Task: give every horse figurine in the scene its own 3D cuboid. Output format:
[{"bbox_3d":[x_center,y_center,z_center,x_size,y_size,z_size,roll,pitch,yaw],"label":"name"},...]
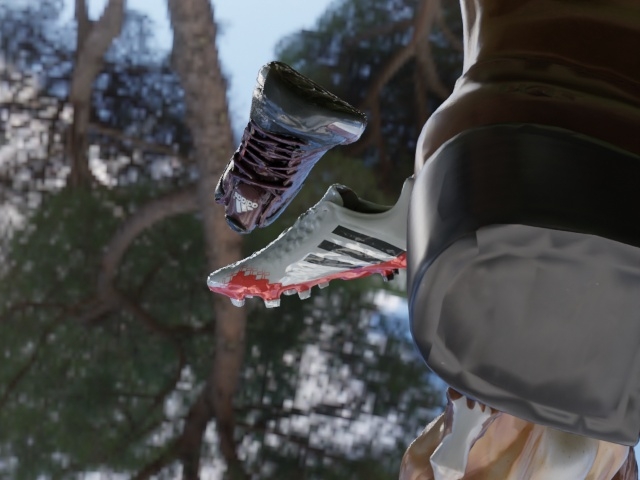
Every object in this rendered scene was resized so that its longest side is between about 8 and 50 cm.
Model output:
[{"bbox_3d":[0.095,0.125,0.701,0.066,0.174,0.263,28,-169,35],"label":"horse figurine"}]

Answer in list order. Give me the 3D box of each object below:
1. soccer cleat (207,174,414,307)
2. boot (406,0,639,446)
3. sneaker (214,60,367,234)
[{"bbox_3d":[0.000,0.000,0.489,0.083,0.035,0.029,-11,-173,16],"label":"soccer cleat"},{"bbox_3d":[0.157,-0.019,0.481,0.264,0.096,0.280,15,-146,0],"label":"boot"},{"bbox_3d":[-0.039,-0.073,1.359,0.106,0.162,0.281,33,-175,2],"label":"sneaker"}]
